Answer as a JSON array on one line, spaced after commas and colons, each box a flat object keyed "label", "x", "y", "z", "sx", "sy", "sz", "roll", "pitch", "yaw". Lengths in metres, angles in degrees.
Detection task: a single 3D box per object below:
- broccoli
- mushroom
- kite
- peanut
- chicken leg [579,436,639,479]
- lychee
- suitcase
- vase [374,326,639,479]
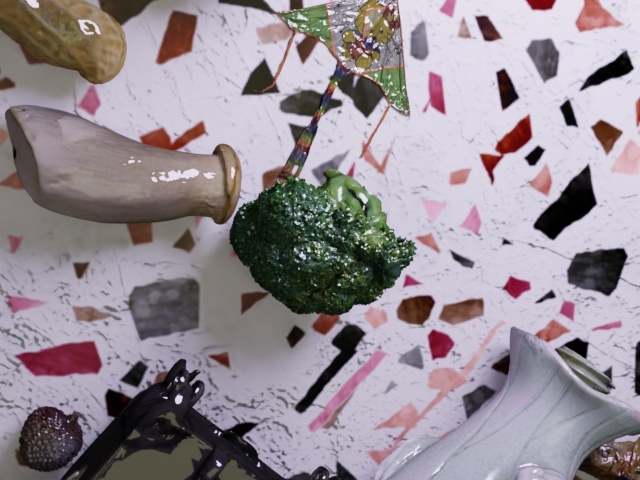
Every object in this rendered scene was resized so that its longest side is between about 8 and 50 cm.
[{"label": "broccoli", "x": 0.000, "y": 0.000, "z": 0.880, "sx": 0.195, "sy": 0.195, "sz": 0.156, "roll": 41, "pitch": 72, "yaw": -17}, {"label": "mushroom", "x": -0.207, "y": -0.067, "z": 0.855, "sx": 0.246, "sy": 0.108, "sz": 0.096, "roll": 10, "pitch": 138, "yaw": -11}, {"label": "kite", "x": 0.015, "y": -0.178, "z": 0.919, "sx": 0.198, "sy": 0.006, "sz": 0.244, "roll": 31, "pitch": 95, "yaw": -16}, {"label": "peanut", "x": -0.276, "y": -0.231, "z": 0.811, "sx": 0.194, "sy": 0.083, "sz": 0.093, "roll": 34, "pitch": 59, "yaw": -21}, {"label": "chicken leg", "x": 0.394, "y": 0.292, "z": 1.072, "sx": 0.196, "sy": 0.080, "sz": 0.125, "roll": 0, "pitch": 92, "yaw": -4}, {"label": "lychee", "x": -0.299, "y": 0.219, "z": 0.917, "sx": 0.067, "sy": 0.068, "sz": 0.083, "roll": 38, "pitch": 98, "yaw": 25}, {"label": "suitcase", "x": -0.200, "y": 0.364, "z": 0.886, "sx": 0.283, "sy": 0.194, "sz": 0.434, "roll": 40, "pitch": 84, "yaw": -12}, {"label": "vase", "x": 0.175, "y": 0.318, "z": 0.948, "sx": 0.250, "sy": 0.250, "sz": 0.445, "roll": 39, "pitch": 86, "yaw": -17}]
